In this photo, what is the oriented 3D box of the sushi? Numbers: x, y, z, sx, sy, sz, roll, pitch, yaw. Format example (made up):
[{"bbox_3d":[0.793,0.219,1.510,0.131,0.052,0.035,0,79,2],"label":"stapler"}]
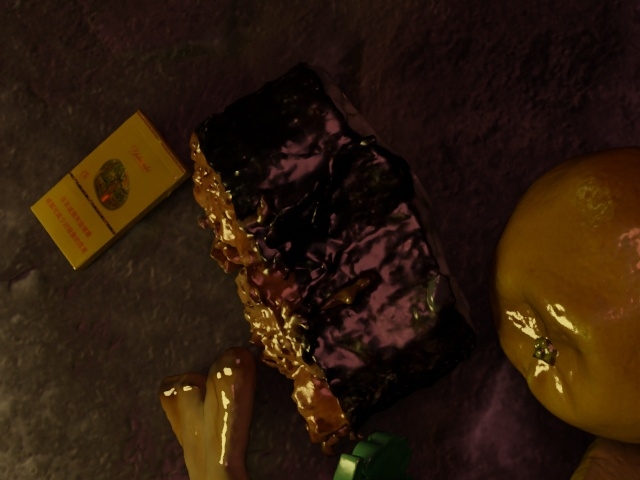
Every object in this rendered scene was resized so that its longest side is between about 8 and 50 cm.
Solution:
[{"bbox_3d":[0.000,0.000,1.364,0.207,0.234,0.348,-28,70,-2],"label":"sushi"}]

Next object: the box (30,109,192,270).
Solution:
[{"bbox_3d":[-0.213,-0.051,1.480,0.155,0.023,0.087,-40,72,9],"label":"box"}]

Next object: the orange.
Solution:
[{"bbox_3d":[0.277,0.052,1.299,0.235,0.279,0.279,-35,75,-15],"label":"orange"}]

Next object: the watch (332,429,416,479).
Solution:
[{"bbox_3d":[0.075,0.267,1.305,0.152,0.131,0.165,23,69,36],"label":"watch"}]

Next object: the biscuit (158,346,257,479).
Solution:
[{"bbox_3d":[-0.094,0.215,1.363,0.047,0.164,0.208,2,72,-31],"label":"biscuit"}]

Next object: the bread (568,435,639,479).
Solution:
[{"bbox_3d":[0.260,0.391,1.328,0.233,0.245,0.361,30,110,10],"label":"bread"}]
